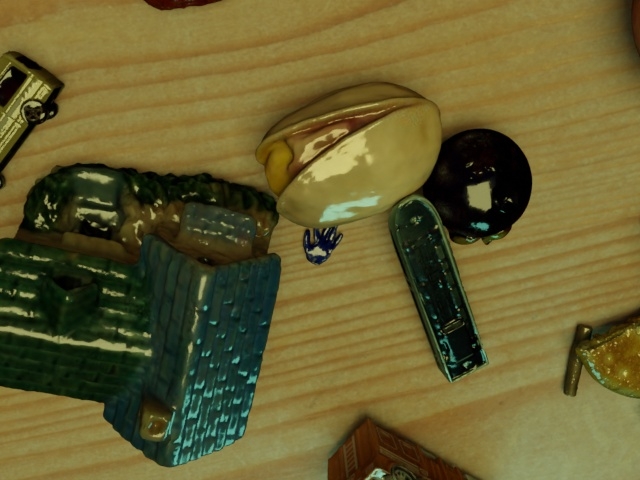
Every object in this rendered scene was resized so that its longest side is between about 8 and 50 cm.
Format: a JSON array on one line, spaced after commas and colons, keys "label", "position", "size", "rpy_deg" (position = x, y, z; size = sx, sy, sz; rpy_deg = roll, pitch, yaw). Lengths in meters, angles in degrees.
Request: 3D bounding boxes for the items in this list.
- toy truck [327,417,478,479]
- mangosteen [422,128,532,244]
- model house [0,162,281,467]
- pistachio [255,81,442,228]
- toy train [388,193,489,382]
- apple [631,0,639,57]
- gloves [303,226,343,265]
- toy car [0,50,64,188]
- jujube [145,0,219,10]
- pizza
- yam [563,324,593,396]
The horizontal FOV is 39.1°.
[{"label": "toy truck", "position": [0.200, 0.506, 1.713], "size": [0.387, 0.207, 0.173], "rpy_deg": [32, 112, -20]}, {"label": "mangosteen", "position": [0.275, -0.083, 1.566], "size": [0.194, 0.194, 0.230], "rpy_deg": [-19, 143, 0]}, {"label": "model house", "position": [-0.297, 0.104, 1.440], "size": [0.445, 0.400, 0.395], "rpy_deg": [14, 108, -9]}, {"label": "pistachio", "position": [0.053, -0.148, 1.479], "size": [0.309, 0.230, 0.230], "rpy_deg": [-19, 108, -10]}, {"label": "toy train", "position": [0.198, 0.073, 1.590], "size": [0.086, 0.088, 0.407], "rpy_deg": [-26, 123, -5]}, {"label": "apple", "position": [0.689, -0.359, 1.427], "size": [0.364, 0.364, 0.364], "rpy_deg": [-2, 107, -5]}, {"label": "gloves", "position": [0.000, 0.000, 1.629], "size": [0.064, 0.026, 0.086], "rpy_deg": [31, 102, -12]}, {"label": "toy car", "position": [-0.535, -0.184, 1.480], "size": [0.124, 0.101, 0.256], "rpy_deg": [38, 98, -11]}, {"label": "jujube", "position": [-0.208, -0.431, 1.440], "size": [0.176, 0.109, 0.112], "rpy_deg": [-10, 144, -11]}, {"label": "pizza", "position": [0.617, 0.208, 1.735], "size": [0.292, 0.058, 0.197], "rpy_deg": [13, 102, -20]}, {"label": "yam", "position": [0.498, 0.233, 1.750], "size": [0.032, 0.032, 0.145], "rpy_deg": [6, 105, -8]}]
